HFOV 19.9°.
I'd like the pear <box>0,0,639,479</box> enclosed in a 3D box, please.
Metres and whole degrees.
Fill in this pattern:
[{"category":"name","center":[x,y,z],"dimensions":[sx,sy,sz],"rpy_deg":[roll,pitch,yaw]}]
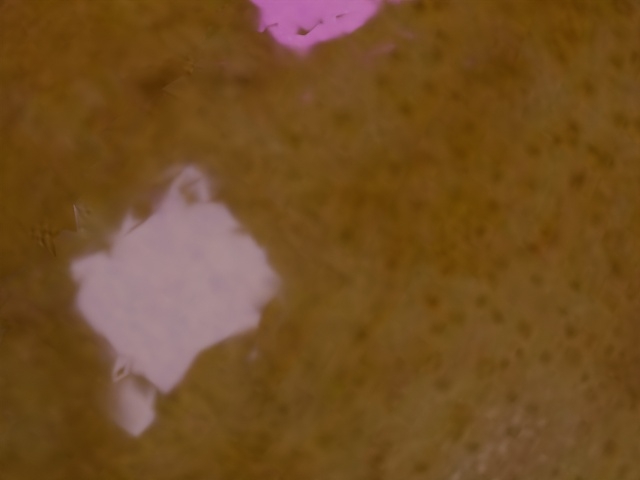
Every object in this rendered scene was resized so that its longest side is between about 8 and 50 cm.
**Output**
[{"category":"pear","center":[0.000,0.000,0.481],"dimensions":[0.304,0.304,0.304],"rpy_deg":[-1,84,15]}]
